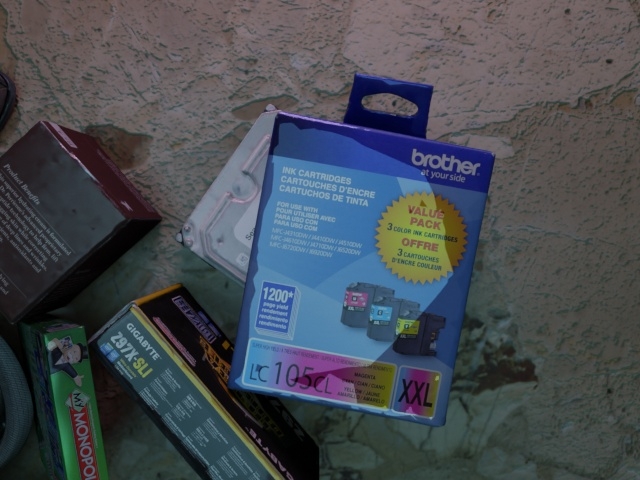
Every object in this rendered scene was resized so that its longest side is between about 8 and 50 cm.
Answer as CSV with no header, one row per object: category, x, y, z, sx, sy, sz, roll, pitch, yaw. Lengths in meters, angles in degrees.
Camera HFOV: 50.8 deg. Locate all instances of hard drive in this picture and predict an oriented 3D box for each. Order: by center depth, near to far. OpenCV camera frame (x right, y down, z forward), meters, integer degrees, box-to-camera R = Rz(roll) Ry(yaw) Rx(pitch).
hard drive,0.000,0.000,0.950,0.339,0.064,0.237,36,92,0

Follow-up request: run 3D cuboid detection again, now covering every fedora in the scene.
fedora,-0.505,0.192,0.929,0.243,0.124,0.276,-20,103,4

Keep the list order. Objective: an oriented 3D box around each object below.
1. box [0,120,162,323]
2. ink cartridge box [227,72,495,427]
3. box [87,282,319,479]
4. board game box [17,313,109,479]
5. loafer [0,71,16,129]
box,-0.357,-0.023,0.901,0.203,0.167,0.168,-41,90,2
ink cartridge box,0.053,0.002,0.847,0.269,0.151,0.396,10,90,0
box,-0.129,0.208,0.861,0.079,0.257,0.322,-40,90,-1
board game box,-0.328,0.206,0.845,0.046,0.317,0.214,-11,93,-29
loafer,-0.520,-0.122,0.941,0.096,0.084,0.268,24,92,0
